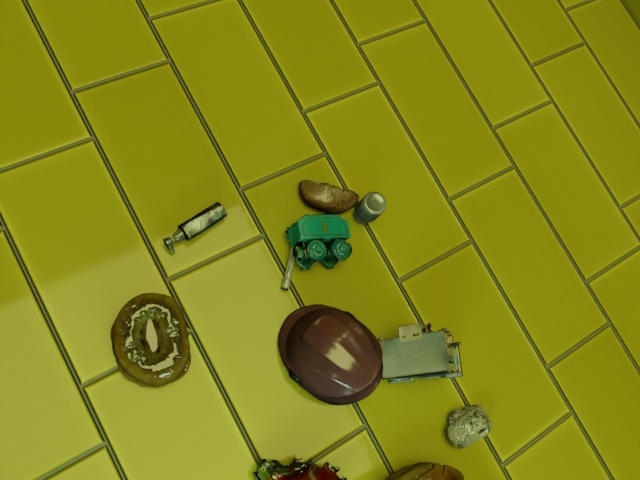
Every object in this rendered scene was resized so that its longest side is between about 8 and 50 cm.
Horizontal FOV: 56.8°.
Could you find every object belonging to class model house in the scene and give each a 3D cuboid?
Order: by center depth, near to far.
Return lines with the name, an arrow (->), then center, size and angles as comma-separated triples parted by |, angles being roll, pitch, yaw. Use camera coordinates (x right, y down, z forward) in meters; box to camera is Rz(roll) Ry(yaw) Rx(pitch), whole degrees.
model house -> 0.330, 0.348, 1.827 | 0.206, 0.271, 0.178 | 18, 60, -49

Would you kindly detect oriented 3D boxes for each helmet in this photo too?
helmet -> 0.042, 0.330, 1.739 | 0.271, 0.197, 0.338 | -42, 89, -20

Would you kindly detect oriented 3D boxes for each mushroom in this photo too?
mushroom -> 0.025, -0.137, 1.941 | 0.209, 0.072, 0.094 | 19, 78, -11

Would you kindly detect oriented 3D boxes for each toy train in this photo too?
toy train -> 0.000, 0.000, 1.859 | 0.203, 0.112, 0.163 | -1, 73, -30

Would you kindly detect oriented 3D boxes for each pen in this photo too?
pen -> -0.092, 0.060, 1.871 | 0.025, 0.025, 0.204 | 16, 69, -11

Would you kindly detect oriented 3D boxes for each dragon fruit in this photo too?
dragon fruit -> -0.039, 0.674, 1.625 | 0.200, 0.198, 0.269 | -40, 73, -12

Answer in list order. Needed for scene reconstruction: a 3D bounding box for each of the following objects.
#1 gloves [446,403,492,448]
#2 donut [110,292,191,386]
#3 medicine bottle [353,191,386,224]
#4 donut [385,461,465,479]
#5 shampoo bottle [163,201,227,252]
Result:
gloves -> 0.460, 0.578, 1.851 | 0.153, 0.070, 0.114 | -21, 81, -19
donut -> -0.470, 0.274, 1.638 | 0.208, 0.128, 0.262 | -16, 77, -20
medicine bottle -> 0.158, -0.102, 1.936 | 0.080, 0.130, 0.080 | 4, 72, -14
donut -> 0.300, 0.810, 1.682 | 0.360, 0.170, 0.361 | 6, 71, -16
shampoo bottle -> -0.382, -0.040, 1.799 | 0.207, 0.057, 0.064 | -35, 93, -21
